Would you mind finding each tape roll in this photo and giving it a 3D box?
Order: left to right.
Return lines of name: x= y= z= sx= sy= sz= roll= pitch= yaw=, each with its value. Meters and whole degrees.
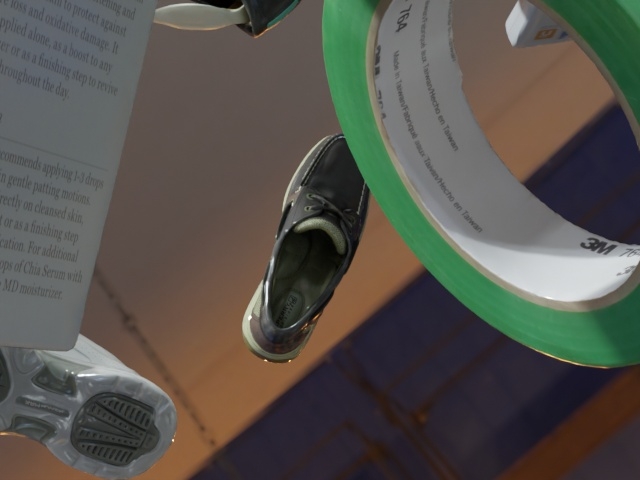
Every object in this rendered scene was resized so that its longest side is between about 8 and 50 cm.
tape roll: x=0.137 y=-0.077 z=1.108 sx=0.077 sy=0.321 sz=0.321 roll=-34 pitch=-26 yaw=-29

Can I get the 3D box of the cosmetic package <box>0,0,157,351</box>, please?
cosmetic package: x=-0.203 y=-0.178 z=1.002 sx=0.230 sy=0.161 sz=0.453 roll=18 pitch=-95 yaw=-69

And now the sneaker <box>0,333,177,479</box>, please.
sneaker: x=-0.213 y=0.084 z=1.207 sx=0.232 sy=0.115 sz=0.090 roll=31 pitch=-87 yaw=-27

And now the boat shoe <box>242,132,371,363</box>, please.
boat shoe: x=-0.001 y=0.000 z=1.566 sx=0.224 sy=0.080 sz=0.073 roll=-67 pitch=9 yaw=-22

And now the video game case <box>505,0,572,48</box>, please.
video game case: x=0.361 y=-0.275 z=1.628 sx=0.329 sy=0.036 sz=0.300 roll=-10 pitch=-20 yaw=-15

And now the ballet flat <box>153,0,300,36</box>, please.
ballet flat: x=-0.150 y=-0.237 z=1.511 sx=0.096 sy=0.280 sz=0.095 roll=-64 pitch=-21 yaw=-22
